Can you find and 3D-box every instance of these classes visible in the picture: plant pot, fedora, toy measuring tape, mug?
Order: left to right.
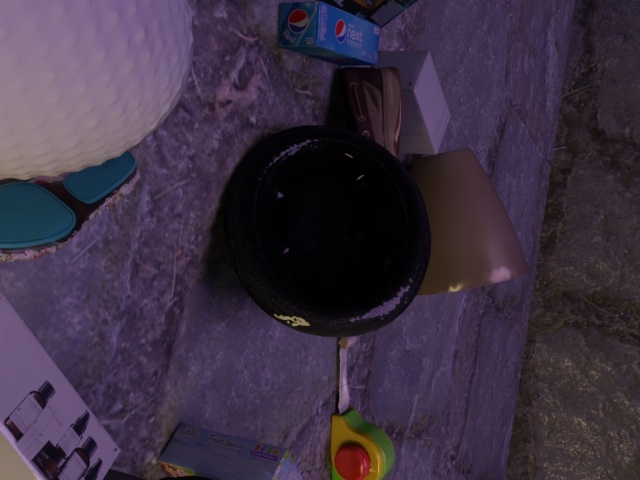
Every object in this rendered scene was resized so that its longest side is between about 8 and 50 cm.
[{"bbox_3d":[-0.265,-0.225,0.591,0.328,0.276,0.373,13,55,-69],"label":"mug"},{"bbox_3d":[0.000,0.000,1.157,0.334,0.334,0.152,-65,-178,-29],"label":"fedora"},{"bbox_3d":[0.083,0.343,1.464,0.121,0.122,0.329,-14,109,-59],"label":"toy measuring tape"},{"bbox_3d":[0.279,-0.046,1.630,0.256,0.257,0.273,-15,94,-59],"label":"plant pot"}]

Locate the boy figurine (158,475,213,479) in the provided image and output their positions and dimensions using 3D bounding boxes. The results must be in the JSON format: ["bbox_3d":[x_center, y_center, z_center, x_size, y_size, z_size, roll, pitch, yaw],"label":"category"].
[{"bbox_3d":[-0.189,0.436,0.978,0.092,0.177,0.285,11,107,-25],"label":"boy figurine"}]

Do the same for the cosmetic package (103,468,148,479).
[{"bbox_3d":[-0.279,0.317,0.818,0.238,0.107,0.127,16,79,-58],"label":"cosmetic package"}]

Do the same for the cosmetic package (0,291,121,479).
[{"bbox_3d":[-0.285,0.142,0.708,0.239,0.061,0.099,60,23,-20],"label":"cosmetic package"}]

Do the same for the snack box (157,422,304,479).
[{"bbox_3d":[-0.100,0.349,1.070,0.070,0.175,0.207,-61,145,-37],"label":"snack box"}]

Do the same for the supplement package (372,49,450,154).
[{"bbox_3d":[0.167,-0.261,1.487,0.105,0.105,0.179,-66,148,-26],"label":"supplement package"}]

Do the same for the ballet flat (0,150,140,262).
[{"bbox_3d":[-0.268,-0.026,0.774,0.077,0.091,0.241,-47,175,36],"label":"ballet flat"}]

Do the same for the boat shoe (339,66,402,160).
[{"bbox_3d":[0.066,-0.130,1.318,0.123,0.123,0.341,156,-62,-79],"label":"boat shoe"}]

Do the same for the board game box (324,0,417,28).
[{"bbox_3d":[0.081,-0.412,1.291,0.186,0.126,0.026,20,40,-61],"label":"board game box"}]

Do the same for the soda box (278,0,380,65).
[{"bbox_3d":[0.018,-0.323,1.237,0.210,0.071,0.067,-5,100,-61],"label":"soda box"}]
